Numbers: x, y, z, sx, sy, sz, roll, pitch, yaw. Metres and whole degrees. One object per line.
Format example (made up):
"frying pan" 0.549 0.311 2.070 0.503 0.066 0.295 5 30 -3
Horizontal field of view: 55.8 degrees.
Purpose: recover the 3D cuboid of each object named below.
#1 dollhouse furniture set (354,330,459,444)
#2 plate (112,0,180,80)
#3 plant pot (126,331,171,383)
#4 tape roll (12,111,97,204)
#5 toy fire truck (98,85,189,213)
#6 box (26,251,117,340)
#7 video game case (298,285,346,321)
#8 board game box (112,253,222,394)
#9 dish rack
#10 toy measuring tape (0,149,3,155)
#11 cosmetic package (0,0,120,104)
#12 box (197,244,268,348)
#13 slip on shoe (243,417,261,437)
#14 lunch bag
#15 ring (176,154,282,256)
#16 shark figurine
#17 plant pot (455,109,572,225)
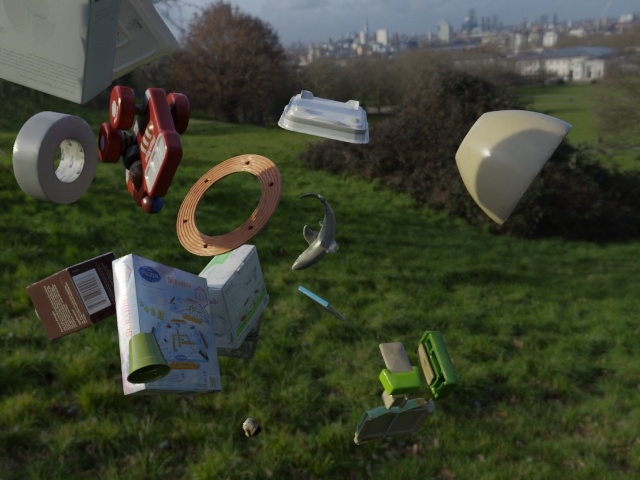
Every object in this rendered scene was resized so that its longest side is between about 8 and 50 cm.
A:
"dollhouse furniture set" 0.197 0.387 1.575 0.197 0.302 0.151 -1 48 -19
"plate" -0.596 -0.605 1.756 0.277 0.277 0.045 -20 47 12
"plant pot" -0.338 0.222 1.168 0.083 0.083 0.079 -11 59 -19
"tape roll" -0.642 -0.201 1.480 0.072 0.219 0.219 11 21 13
"toy fire truck" -0.413 -0.206 1.445 0.169 0.302 0.254 0 57 -33
"box" -0.665 0.154 1.687 0.203 0.169 0.167 -20 6 32
"video game case" 0.007 0.203 1.924 0.119 0.015 0.166 30 -10 31
"board game box" -0.374 0.222 1.503 0.065 0.318 0.318 -18 -21 18
"dish rack" 0.022 -0.403 1.932 0.285 0.073 0.333 12 25 -2
"toy measuring tape" -0.987 -0.290 1.785 0.121 0.122 0.330 -7 -14 -8
"cosmetic package" -0.493 -0.397 1.079 0.223 0.225 0.138 18 31 -3
"box" -0.286 0.175 1.953 0.126 0.231 0.262 0 30 21
"slip on shoe" -0.200 0.576 1.840 0.041 0.135 0.051 28 64 20
"lunch bag" -0.368 0.282 2.284 0.304 0.256 0.213 11 20 -17
"ring" -0.250 -0.097 1.669 0.336 0.032 0.337 -16 52 21
"shark figurine" 0.019 -0.022 1.844 0.166 0.279 0.116 -4 31 -28
"plant pot" 0.445 -0.205 1.474 0.190 0.284 0.284 36 31 13
